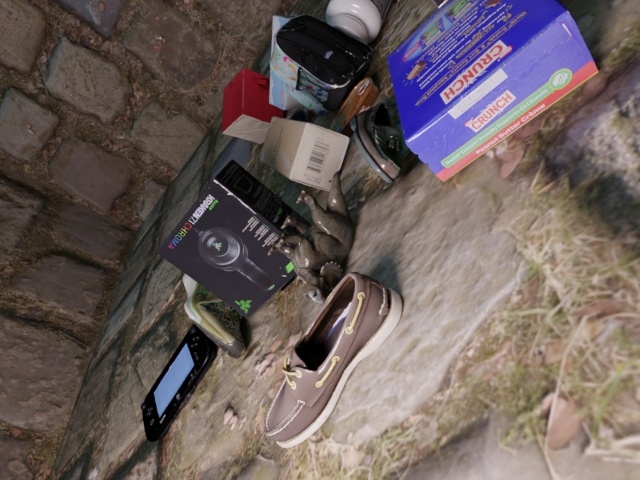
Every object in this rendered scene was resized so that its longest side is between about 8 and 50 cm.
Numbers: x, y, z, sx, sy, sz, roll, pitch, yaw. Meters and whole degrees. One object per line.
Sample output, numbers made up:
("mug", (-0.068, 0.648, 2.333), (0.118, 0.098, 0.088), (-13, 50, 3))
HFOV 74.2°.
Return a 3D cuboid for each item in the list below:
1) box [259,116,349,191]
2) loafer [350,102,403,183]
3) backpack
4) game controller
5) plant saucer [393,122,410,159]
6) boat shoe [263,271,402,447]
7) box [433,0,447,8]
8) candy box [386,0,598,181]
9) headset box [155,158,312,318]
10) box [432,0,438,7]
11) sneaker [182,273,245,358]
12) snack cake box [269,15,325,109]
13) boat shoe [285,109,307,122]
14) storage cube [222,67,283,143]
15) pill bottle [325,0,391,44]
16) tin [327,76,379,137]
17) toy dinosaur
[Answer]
("box", (-0.056, -0.243, 1.144), (0.311, 0.121, 0.148), (38, 112, 62))
("loafer", (0.120, -0.212, 0.850), (0.084, 0.096, 0.268), (-40, 30, 20))
("backpack", (-0.011, -0.499, 1.191), (0.225, 0.253, 0.191), (-56, 1, -28))
("game controller", (-0.391, 0.383, 1.156), (0.319, 0.067, 0.166), (-57, 28, 5))
("plant saucer", (0.155, -0.193, 0.891), (0.119, 0.021, 0.119), (-40, 33, 32))
("boat shoe", (-0.003, 0.193, 0.685), (0.324, 0.096, 0.117), (-53, 29, 10))
("box", (0.307, -0.563, 0.744), (0.242, 0.076, 0.308), (-28, 24, 40))
("candy box", (0.260, -0.303, 0.725), (0.268, 0.122, 0.317), (-36, 34, 33))
("headset box", (-0.176, 0.009, 0.968), (0.246, 0.283, 0.131), (-43, 16, 25))
("box", (0.389, -0.602, 0.879), (0.201, 0.057, 0.293), (-58, 28, -2))
("sneaker", (-0.246, 0.136, 1.107), (0.182, 0.158, 0.410), (-40, 33, -3))
("snack cake box", (-0.077, -0.567, 1.355), (0.089, 0.152, 0.265), (34, 131, 35))
("boat shoe", (-0.115, -0.393, 1.476), (0.183, 0.066, 0.066), (-41, 31, 30))
("storage cube", (-0.267, -0.521, 1.666), (0.215, 0.183, 0.193), (-16, 71, 51))
("pill bottle", (0.120, -0.721, 1.303), (0.176, 0.176, 0.319), (-9, 55, 55))
("tin", (0.087, -0.349, 1.141), (0.190, 0.040, 0.106), (-55, 32, 8))
("toy dinosaur", (0.000, 0.000, 0.844), (0.121, 0.160, 0.314), (-47, 17, 52))
